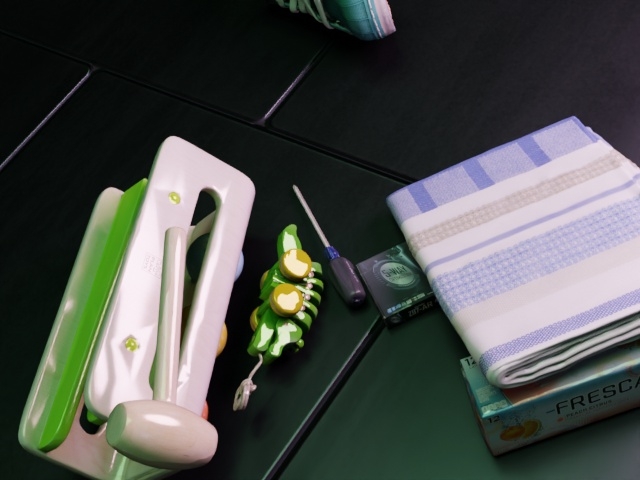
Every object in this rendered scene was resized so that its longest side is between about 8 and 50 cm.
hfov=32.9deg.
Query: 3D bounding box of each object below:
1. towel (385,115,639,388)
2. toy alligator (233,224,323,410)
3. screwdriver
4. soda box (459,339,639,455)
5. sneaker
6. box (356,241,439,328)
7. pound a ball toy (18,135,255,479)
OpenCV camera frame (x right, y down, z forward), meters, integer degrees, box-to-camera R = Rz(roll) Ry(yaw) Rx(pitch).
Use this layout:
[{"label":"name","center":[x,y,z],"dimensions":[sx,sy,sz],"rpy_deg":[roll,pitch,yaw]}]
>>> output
[{"label":"towel","center":[0.185,-0.001,0.889],"dimensions":[0.209,0.034,0.285],"rpy_deg":[-22,33,-2]},{"label":"toy alligator","center":[-0.030,0.072,0.944],"dimensions":[0.051,0.056,0.190],"rpy_deg":[23,55,-15]},{"label":"screwdriver","center":[0.000,0.000,1.005],"dimensions":[0.025,0.024,0.170],"rpy_deg":[-9,43,-26]},{"label":"soda box","center":[0.204,0.100,0.832],"dimensions":[0.183,0.063,0.058],"rpy_deg":[-20,47,2]},{"label":"sneaker","center":[-0.018,-0.289,1.184],"dimensions":[0.121,0.108,0.302],"rpy_deg":[-28,42,-3]},{"label":"box","center":[0.082,0.032,0.954],"dimensions":[0.083,0.018,0.067],"rpy_deg":[-24,50,-1]},{"label":"pound a ball toy","center":[-0.119,0.069,0.896],"dimensions":[0.208,0.135,0.319],"rpy_deg":[-31,38,43]}]
